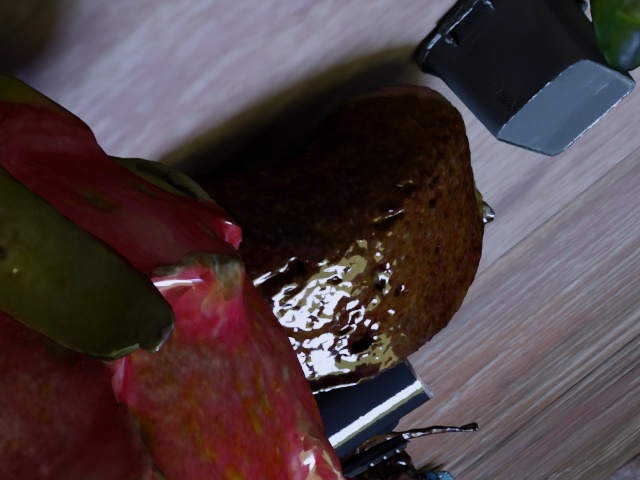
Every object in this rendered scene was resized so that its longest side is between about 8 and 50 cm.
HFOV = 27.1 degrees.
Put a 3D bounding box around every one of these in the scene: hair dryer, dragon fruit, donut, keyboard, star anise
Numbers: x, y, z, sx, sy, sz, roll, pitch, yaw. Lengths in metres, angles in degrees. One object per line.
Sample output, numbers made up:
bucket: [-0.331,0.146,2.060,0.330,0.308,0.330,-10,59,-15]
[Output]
hair dryer: [0.034,0.159,1.177,0.128,0.070,0.255,-34,163,-2]
dragon fruit: [-0.115,0.079,0.475,0.237,0.303,0.231,-45,-177,11]
donut: [0.011,0.001,0.724,0.187,0.144,0.126,-9,135,1]
keyboard: [-0.041,0.222,1.101,0.251,0.017,0.087,-23,171,-27]
star anise: [0.065,0.220,1.299,0.191,0.070,0.097,-15,175,-5]

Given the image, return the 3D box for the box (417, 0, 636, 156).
box: [0.122,-0.098,0.754,0.084,0.069,0.122,-45,156,22]

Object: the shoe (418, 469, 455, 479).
shoe: [0.141,0.320,1.666,0.071,0.064,0.143,-46,160,-4]

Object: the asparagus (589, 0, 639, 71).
asparagus: [0.175,-0.197,0.619,0.080,0.080,0.287,-26,155,-22]
